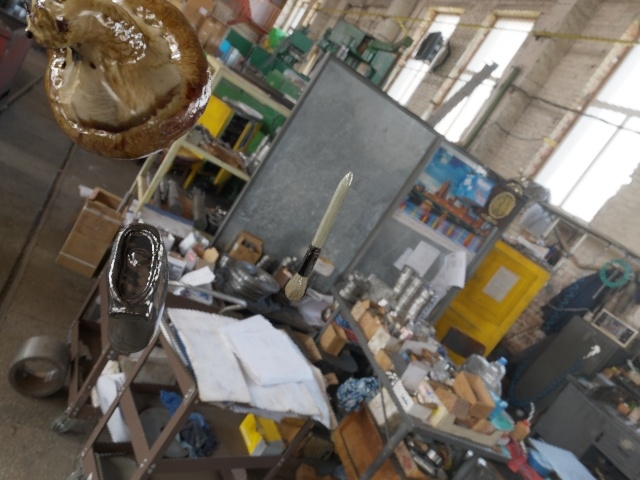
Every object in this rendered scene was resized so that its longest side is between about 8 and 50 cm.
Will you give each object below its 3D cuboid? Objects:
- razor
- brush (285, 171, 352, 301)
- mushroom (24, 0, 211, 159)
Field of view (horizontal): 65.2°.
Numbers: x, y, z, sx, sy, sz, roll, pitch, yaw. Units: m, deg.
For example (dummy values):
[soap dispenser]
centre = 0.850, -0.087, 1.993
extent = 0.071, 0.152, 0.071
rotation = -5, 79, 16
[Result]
[razor]
centre = -0.377, 0.110, 1.035
extent = 0.114, 0.349, 0.204
rotation = 9, 64, -18
[brush]
centre = 0.000, 0.000, 0.987
extent = 0.039, 0.299, 0.042
rotation = 11, 26, -36
[mushroom]
centre = -0.297, -0.258, 0.771
extent = 0.267, 0.267, 0.254
rotation = 28, 10, -24
